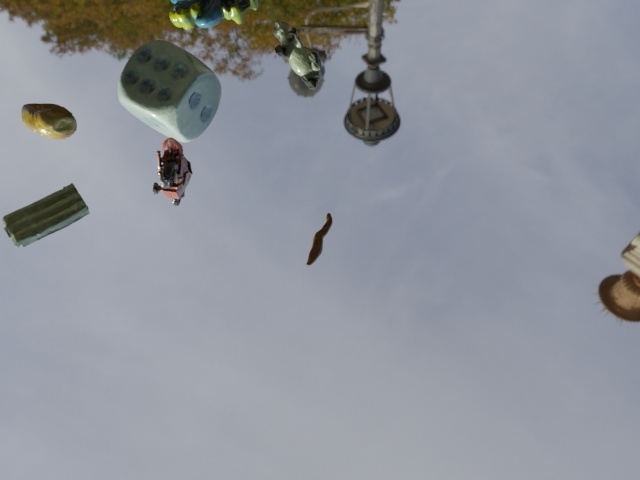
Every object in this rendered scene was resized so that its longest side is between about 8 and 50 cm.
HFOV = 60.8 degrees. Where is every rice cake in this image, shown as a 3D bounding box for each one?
[{"bbox_3d":[-0.748,-0.068,1.484,0.211,0.038,0.124,-29,-120,-25],"label":"rice cake"}]

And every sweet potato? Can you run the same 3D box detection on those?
[{"bbox_3d":[-0.004,0.000,1.634,0.044,0.044,0.179,18,-111,14],"label":"sweet potato"}]

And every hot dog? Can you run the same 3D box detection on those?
[{"bbox_3d":[-0.537,-0.237,1.071,0.088,0.061,0.286,-1,-165,-29],"label":"hot dog"}]

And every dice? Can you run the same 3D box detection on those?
[{"bbox_3d":[-0.536,-0.531,1.962,0.268,0.262,0.264,29,-96,12],"label":"dice"}]

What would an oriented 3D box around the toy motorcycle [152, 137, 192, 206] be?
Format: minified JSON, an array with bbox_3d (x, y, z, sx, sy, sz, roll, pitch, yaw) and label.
[{"bbox_3d":[-0.475,-0.214,1.766,0.089,0.298,0.171,13,-103,-5],"label":"toy motorcycle"}]

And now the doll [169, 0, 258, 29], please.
[{"bbox_3d":[-0.181,-0.586,1.159,0.346,0.098,0.341,10,-116,27],"label":"doll"}]

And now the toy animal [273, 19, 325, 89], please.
[{"bbox_3d":[-0.067,-0.566,1.649,0.094,0.121,0.225,-42,-78,13],"label":"toy animal"}]
